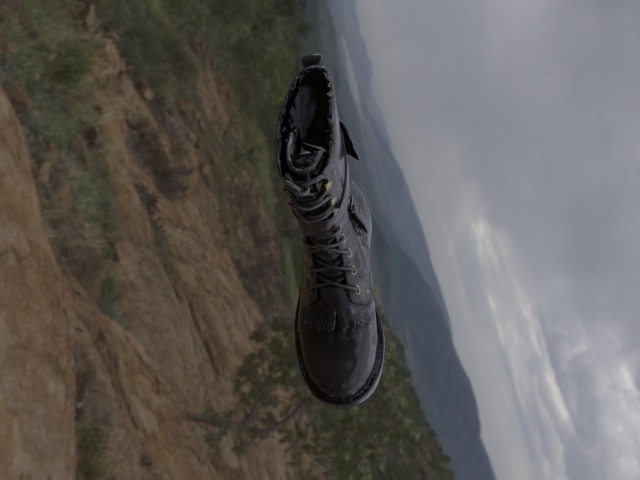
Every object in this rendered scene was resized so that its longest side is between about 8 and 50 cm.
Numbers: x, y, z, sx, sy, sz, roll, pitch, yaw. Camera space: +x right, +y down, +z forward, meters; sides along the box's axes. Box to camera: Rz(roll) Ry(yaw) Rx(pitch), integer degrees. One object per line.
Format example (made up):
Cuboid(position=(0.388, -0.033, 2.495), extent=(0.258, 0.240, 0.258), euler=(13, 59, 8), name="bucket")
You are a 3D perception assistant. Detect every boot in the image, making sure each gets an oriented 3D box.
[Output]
Cuboid(position=(0.000, 0.000, 0.562), extent=(0.229, 0.091, 0.263), euler=(70, 16, -62), name="boot")
